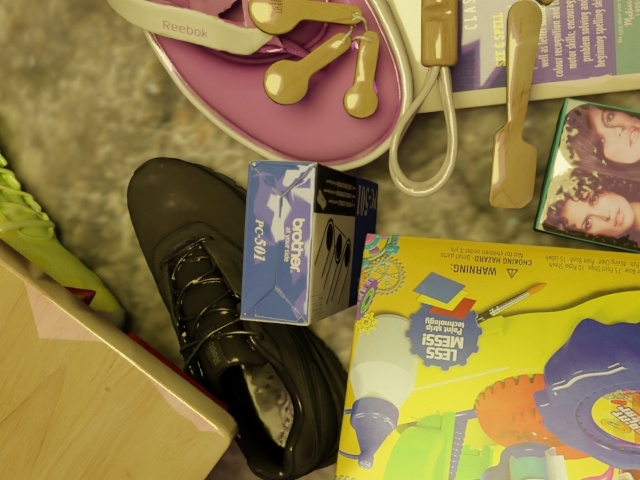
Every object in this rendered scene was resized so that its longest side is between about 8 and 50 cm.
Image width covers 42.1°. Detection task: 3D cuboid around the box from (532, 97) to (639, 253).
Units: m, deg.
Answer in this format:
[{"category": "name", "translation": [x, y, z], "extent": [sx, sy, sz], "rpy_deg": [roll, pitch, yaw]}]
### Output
[{"category": "box", "translation": [0.286, -0.029, 0.597], "extent": [0.244, 0.060, 0.100], "rpy_deg": [13, 93, 12]}]

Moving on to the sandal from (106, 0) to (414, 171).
[{"category": "sandal", "translation": [-0.101, -0.213, 0.593], "extent": [0.169, 0.102, 0.416], "rpy_deg": [-39, 89, 25]}]

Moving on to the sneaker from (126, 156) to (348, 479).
[{"category": "sneaker", "translation": [-0.068, 0.055, 0.645], "extent": [0.109, 0.130, 0.286], "rpy_deg": [-35, 82, 13]}]

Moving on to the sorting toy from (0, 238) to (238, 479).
[{"category": "sorting toy", "translation": [-0.217, 0.137, 0.576], "extent": [0.255, 0.089, 0.257], "rpy_deg": [37, 104, 4]}]

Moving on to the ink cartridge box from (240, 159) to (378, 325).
[{"category": "ink cartridge box", "translation": [0.000, 0.000, 0.587], "extent": [0.046, 0.207, 0.097], "rpy_deg": [4, 92, 13]}]

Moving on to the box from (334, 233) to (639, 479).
[{"category": "box", "translation": [0.166, 0.160, 0.531], "extent": [0.290, 0.177, 0.279], "rpy_deg": [4, 75, 13]}]

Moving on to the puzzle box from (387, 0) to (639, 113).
[{"category": "puzzle box", "translation": [0.111, -0.300, 0.602], "extent": [0.272, 0.052, 0.408], "rpy_deg": [-4, 100, 12]}]

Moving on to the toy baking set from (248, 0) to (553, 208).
[{"category": "toy baking set", "translation": [0.068, -0.143, 0.571], "extent": [0.256, 0.030, 0.196], "rpy_deg": [33, 90, -10]}]

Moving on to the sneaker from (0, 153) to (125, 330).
[{"category": "sneaker", "translation": [-0.318, -0.041, 0.694], "extent": [0.385, 0.145, 0.147], "rpy_deg": [33, 98, 9]}]
